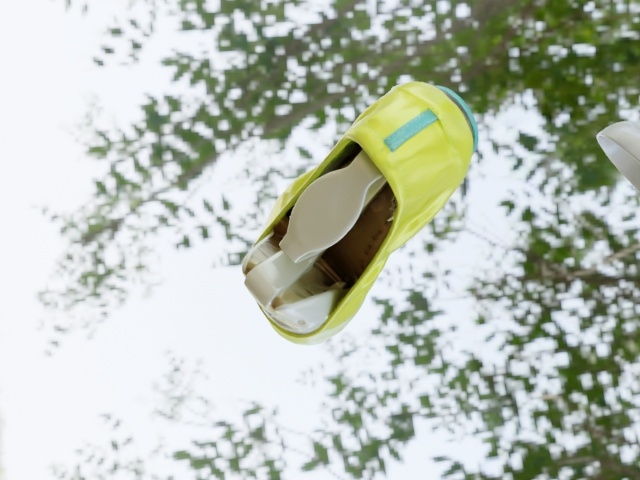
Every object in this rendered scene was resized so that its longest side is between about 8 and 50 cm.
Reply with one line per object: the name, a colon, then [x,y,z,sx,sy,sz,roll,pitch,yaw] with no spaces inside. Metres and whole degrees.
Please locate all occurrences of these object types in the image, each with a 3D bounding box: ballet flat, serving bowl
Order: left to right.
ballet flat: [0.000,0.000,0.663,0.077,0.077,0.231,48,-40,8]
serving bowl: [0.204,-0.043,0.745,0.083,0.027,0.083,46,4,-4]
